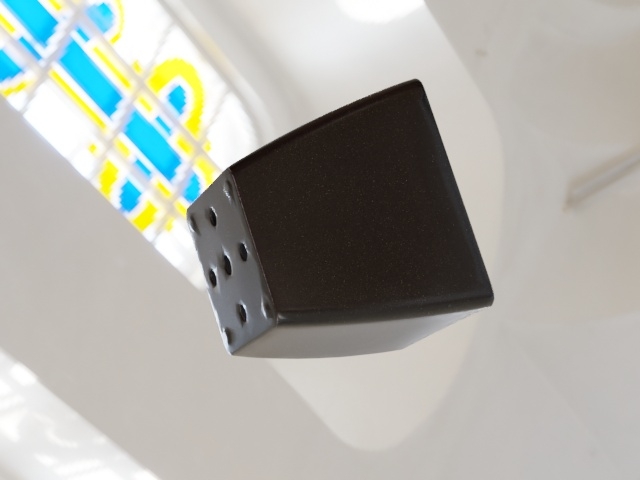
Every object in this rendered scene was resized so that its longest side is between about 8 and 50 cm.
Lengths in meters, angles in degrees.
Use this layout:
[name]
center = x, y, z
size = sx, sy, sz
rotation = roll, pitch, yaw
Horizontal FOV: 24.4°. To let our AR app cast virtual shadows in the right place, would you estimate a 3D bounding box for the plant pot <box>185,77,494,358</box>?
[plant pot]
center = 0.000, 0.000, 1.174
size = 0.167, 0.187, 0.188
rotation = -13, -100, -25
